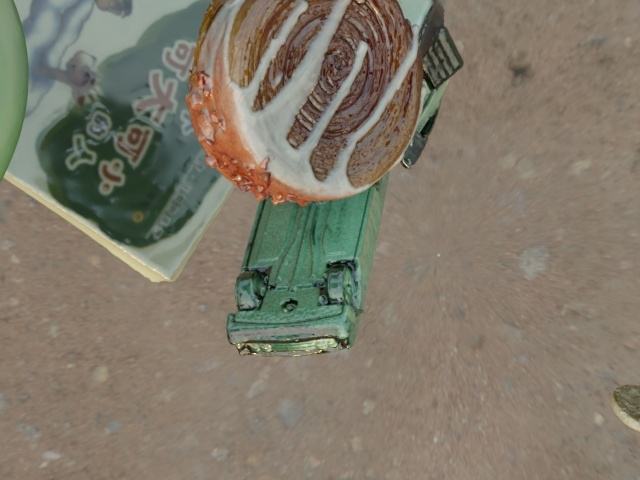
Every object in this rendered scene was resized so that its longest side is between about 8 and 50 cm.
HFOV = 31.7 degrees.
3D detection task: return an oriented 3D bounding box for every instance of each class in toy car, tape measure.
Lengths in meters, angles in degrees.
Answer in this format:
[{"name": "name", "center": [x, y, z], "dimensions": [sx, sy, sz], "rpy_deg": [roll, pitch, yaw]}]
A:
[{"name": "toy car", "center": [0.000, 0.000, 1.217], "dimensions": [0.141, 0.320, 0.097], "rpy_deg": [-5, 132, 16]}, {"name": "tape measure", "center": [0.062, -0.181, 1.193], "dimensions": [0.235, 0.115, 0.207], "rpy_deg": [19, 60, 45]}]

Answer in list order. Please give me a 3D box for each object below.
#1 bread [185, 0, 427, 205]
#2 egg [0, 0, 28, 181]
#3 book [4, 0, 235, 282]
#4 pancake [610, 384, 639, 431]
[{"name": "bread", "center": [-0.008, -0.099, 0.728], "dimensions": [0.160, 0.073, 0.160], "rpy_deg": [-9, 104, -36]}, {"name": "egg", "center": [-0.284, -0.073, 0.622], "dimensions": [0.220, 0.220, 0.269], "rpy_deg": [23, 72, 6]}, {"name": "book", "center": [-0.213, -0.166, 0.959], "dimensions": [0.371, 0.043, 0.260], "rpy_deg": [35, 76, -20]}, {"name": "pancake", "center": [0.453, 0.230, 1.500], "dimensions": [0.139, 0.139, 0.022], "rpy_deg": [14, 111, 6]}]
